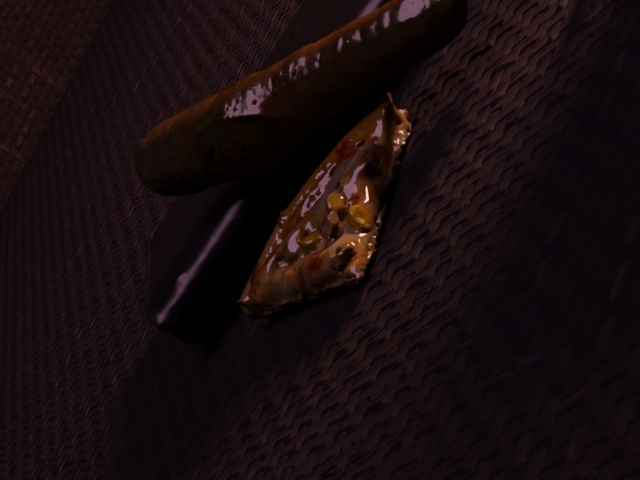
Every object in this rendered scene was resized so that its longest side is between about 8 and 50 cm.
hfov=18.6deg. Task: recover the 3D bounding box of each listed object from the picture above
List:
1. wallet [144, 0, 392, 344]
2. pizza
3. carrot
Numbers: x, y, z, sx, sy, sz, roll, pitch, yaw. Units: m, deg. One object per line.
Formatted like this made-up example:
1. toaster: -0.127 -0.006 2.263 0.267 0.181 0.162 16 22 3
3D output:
1. wallet: -0.009 -0.116 1.540 0.406 0.062 0.228 -56 15 10
2. pizza: 0.000 0.000 1.313 0.184 0.036 0.176 -52 16 21
3. carrot: -0.016 -0.102 1.373 0.342 0.070 0.070 -25 33 43
